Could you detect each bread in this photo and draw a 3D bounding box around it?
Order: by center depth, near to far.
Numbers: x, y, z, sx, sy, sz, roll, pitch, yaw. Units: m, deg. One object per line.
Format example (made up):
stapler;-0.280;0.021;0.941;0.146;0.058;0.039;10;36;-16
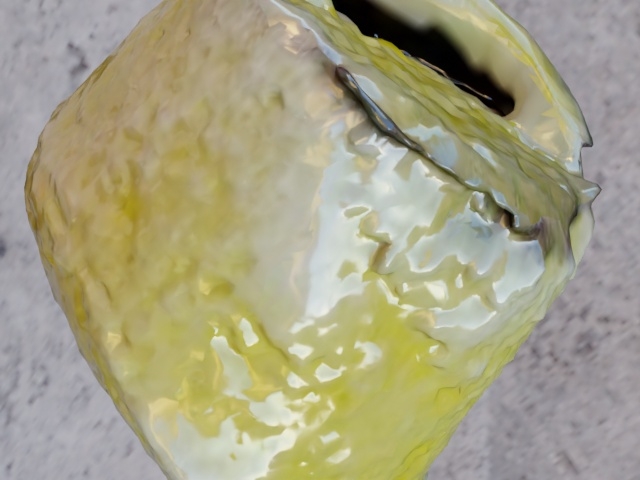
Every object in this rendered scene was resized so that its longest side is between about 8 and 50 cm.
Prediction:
bread;-0.002;-0.001;0.665;0.197;0.170;0.197;33;29;-21
